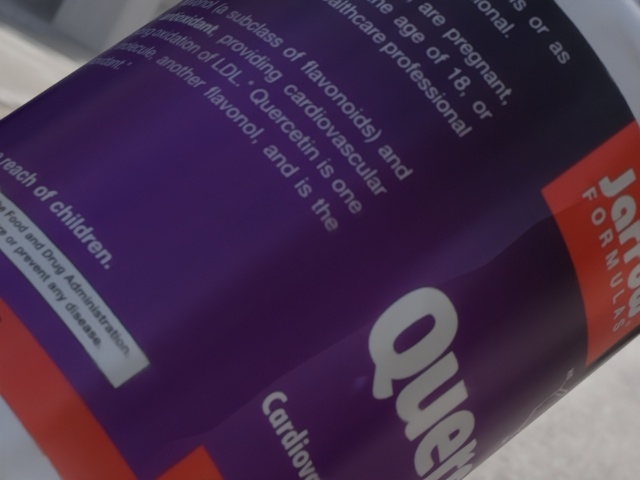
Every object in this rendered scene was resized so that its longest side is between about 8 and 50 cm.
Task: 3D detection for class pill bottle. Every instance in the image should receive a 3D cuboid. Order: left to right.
[{"bbox_3d":[0.000,0.000,0.588,0.181,0.323,0.181,46,-20,22],"label":"pill bottle"}]
